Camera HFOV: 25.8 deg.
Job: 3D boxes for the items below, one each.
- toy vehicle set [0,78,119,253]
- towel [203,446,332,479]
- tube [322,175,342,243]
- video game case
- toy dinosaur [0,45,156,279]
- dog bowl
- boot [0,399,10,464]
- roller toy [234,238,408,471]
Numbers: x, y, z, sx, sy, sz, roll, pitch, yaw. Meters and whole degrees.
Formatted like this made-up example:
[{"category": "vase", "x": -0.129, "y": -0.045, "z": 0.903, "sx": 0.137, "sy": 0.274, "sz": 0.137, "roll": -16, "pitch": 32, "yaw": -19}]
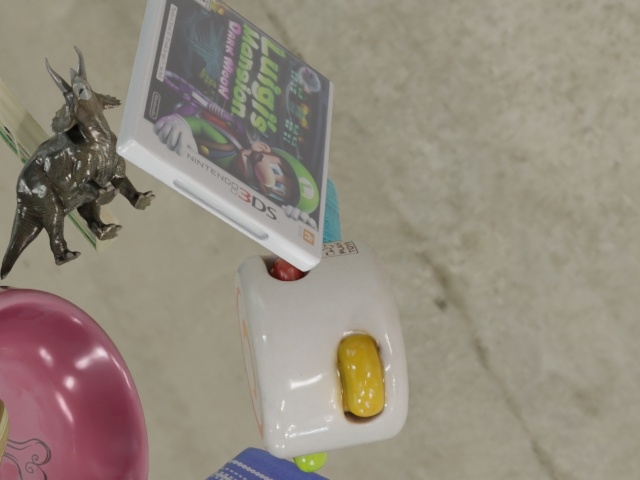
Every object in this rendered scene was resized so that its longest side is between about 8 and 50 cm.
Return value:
[{"category": "toy vehicle set", "x": -0.373, "y": -0.103, "z": 1.901, "sx": 0.267, "sy": 0.035, "sz": 0.166, "roll": 50, "pitch": 168, "yaw": 2}, {"category": "towel", "x": -0.065, "y": 0.337, "z": 1.548, "sx": 0.243, "sy": 0.336, "sz": 0.040, "roll": 21, "pitch": 114, "yaw": 22}, {"category": "tube", "x": 0.000, "y": 0.000, "z": 1.516, "sx": 0.052, "sy": 0.207, "sz": 0.080, "roll": -14, "pitch": 146, "yaw": 19}, {"category": "video game case", "x": -0.062, "y": -0.092, "z": 1.017, "sx": 0.173, "sy": 0.190, "sz": 0.022, "roll": 33, "pitch": 131, "yaw": -30}, {"category": "toy dinosaur", "x": -0.307, "y": -0.074, "z": 1.715, "sx": 0.160, "sy": 0.121, "sz": 0.313, "roll": 55, "pitch": 128, "yaw": 21}, {"category": "dog bowl", "x": -0.361, "y": 0.236, "z": 1.617, "sx": 0.150, "sy": 0.408, "sz": 0.408, "roll": -19, "pitch": 107, "yaw": 29}, {"category": "boot", "x": -0.308, "y": 0.286, "z": 1.203, "sx": 0.095, "sy": 0.262, "sz": 0.203, "roll": -4, "pitch": 135, "yaw": 21}, {"category": "roller toy", "x": 0.005, "y": 0.097, "z": 1.287, "sx": 0.209, "sy": 0.146, "sz": 0.191, "roll": 95, "pitch": 164, "yaw": -63}]
